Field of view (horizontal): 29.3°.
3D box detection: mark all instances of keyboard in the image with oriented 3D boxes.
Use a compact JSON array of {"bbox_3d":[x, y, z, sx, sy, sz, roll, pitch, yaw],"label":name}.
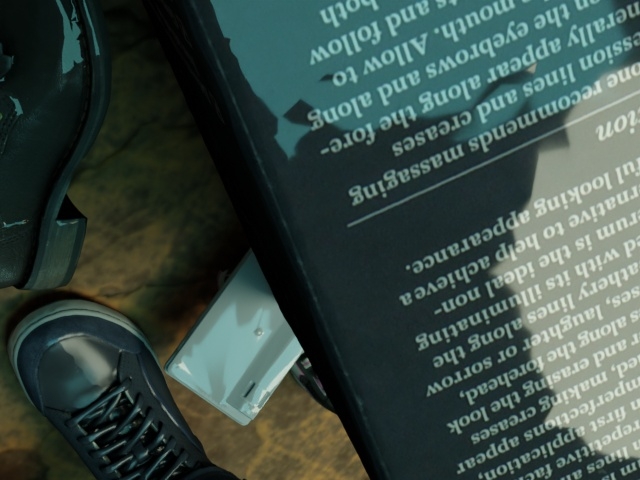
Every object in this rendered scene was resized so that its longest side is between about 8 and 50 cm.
[{"bbox_3d":[0.000,0.000,0.804,0.072,0.014,0.256,38,84,-18],"label":"keyboard"}]

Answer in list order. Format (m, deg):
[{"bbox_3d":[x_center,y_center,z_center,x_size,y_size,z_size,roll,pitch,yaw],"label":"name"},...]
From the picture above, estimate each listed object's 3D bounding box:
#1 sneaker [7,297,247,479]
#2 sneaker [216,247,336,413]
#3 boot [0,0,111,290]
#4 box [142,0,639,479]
[{"bbox_3d":[-0.104,0.145,0.778,0.086,0.163,0.226,-36,132,-7],"label":"sneaker"},{"bbox_3d":[0.000,0.067,0.854,0.072,0.077,0.178,-44,133,-4],"label":"sneaker"},{"bbox_3d":[-0.231,-0.048,0.608,0.229,0.091,0.263,-10,126,-31],"label":"boot"},{"bbox_3d":[0.045,-0.084,0.578,0.212,0.293,0.395,-25,123,-5],"label":"box"}]
